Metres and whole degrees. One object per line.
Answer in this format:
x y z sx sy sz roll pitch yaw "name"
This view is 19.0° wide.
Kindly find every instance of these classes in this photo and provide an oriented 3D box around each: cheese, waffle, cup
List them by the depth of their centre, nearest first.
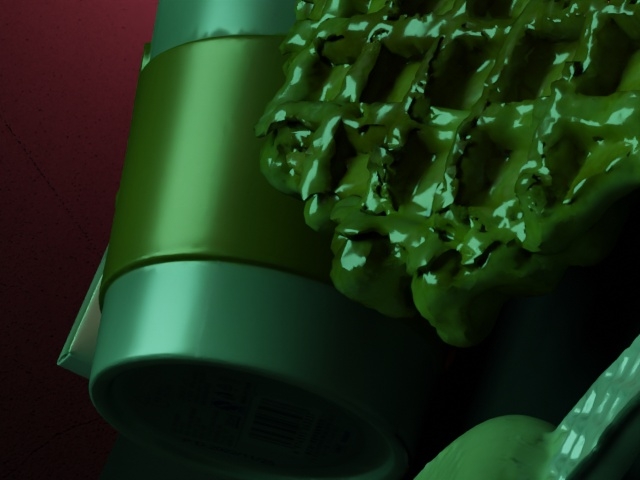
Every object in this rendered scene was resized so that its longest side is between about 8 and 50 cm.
0.057 0.085 0.560 0.251 0.054 0.127 -58 10 42 "cheese"
0.083 -0.094 0.681 0.291 0.051 0.291 -31 41 31 "waffle"
0.000 0.000 0.891 0.241 0.185 0.226 65 -146 -56 "cup"

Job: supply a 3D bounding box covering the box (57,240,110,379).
-0.056 0.059 1.047 0.084 0.154 0.040 -68 10 -18 "box"
